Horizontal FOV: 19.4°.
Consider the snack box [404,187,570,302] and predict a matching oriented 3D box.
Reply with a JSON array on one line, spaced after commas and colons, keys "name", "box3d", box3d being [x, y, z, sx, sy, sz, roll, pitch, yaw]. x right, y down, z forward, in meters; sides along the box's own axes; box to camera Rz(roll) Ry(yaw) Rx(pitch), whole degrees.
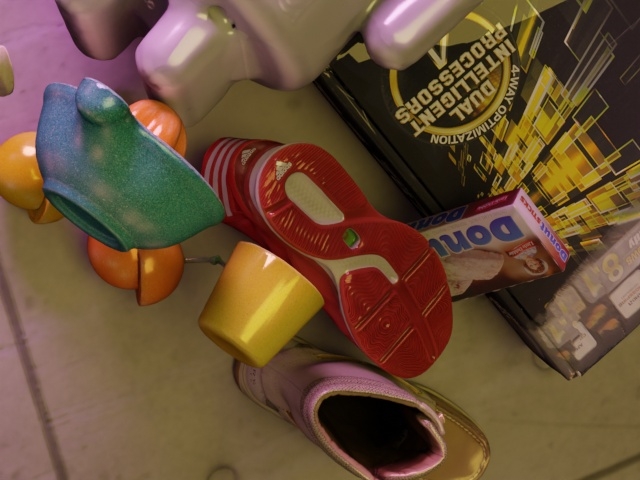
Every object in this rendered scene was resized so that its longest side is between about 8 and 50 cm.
[{"name": "snack box", "box3d": [0.087, 0.013, 1.312, 0.064, 0.178, 0.022, 52, 46, -21]}]

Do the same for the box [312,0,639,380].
[{"name": "box", "box3d": [0.223, -0.143, 1.358, 0.395, 0.097, 0.318, -41, 114, -3]}]

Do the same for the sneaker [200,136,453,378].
[{"name": "sneaker", "box3d": [0.000, 0.000, 1.302, 0.087, 0.128, 0.221, -45, 125, -15]}]

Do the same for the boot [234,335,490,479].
[{"name": "boot", "box3d": [0.055, 0.137, 1.316, 0.213, 0.165, 0.077, 28, 88, -23]}]

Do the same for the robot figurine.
[{"name": "robot figurine", "box3d": [-0.014, -0.238, 1.205, 0.300, 0.200, 0.353, 40, 81, 6]}]

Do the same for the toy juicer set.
[{"name": "toy juicer set", "box3d": [-0.144, -0.057, 1.171, 0.089, 0.209, 0.329, -55, 134, -14]}]
